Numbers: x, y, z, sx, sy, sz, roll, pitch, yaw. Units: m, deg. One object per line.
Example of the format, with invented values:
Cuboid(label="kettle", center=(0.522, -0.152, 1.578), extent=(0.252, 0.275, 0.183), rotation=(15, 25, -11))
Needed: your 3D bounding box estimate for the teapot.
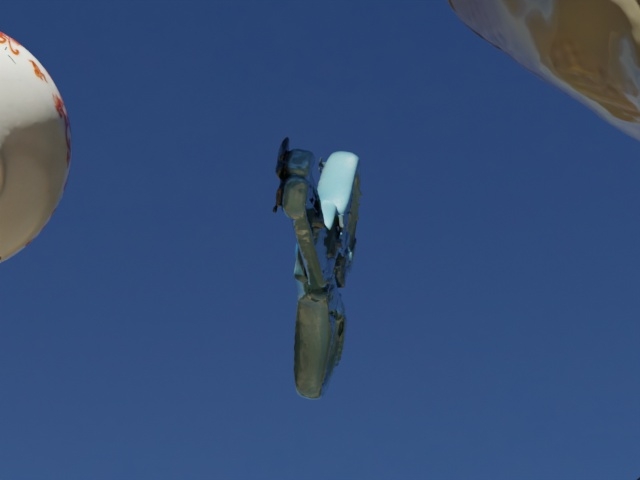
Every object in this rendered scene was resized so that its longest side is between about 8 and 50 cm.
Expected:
Cuboid(label="teapot", center=(-0.234, -0.069, 1.232), extent=(0.159, 0.245, 0.116), rotation=(8, 12, -1))

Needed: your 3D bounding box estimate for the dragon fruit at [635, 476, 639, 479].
Cuboid(label="dragon fruit", center=(0.191, 0.181, 0.686), extent=(0.252, 0.241, 0.241), rotation=(18, -37, -18))

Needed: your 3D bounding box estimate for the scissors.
Cuboid(label="scissors", center=(0.001, 0.000, 1.326), extent=(0.032, 0.180, 0.393), rotation=(6, -12, 5))

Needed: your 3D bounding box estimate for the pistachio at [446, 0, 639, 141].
Cuboid(label="pistachio", center=(0.120, -0.140, 0.593), extent=(0.208, 0.332, 0.226), rotation=(-31, -71, 29))
